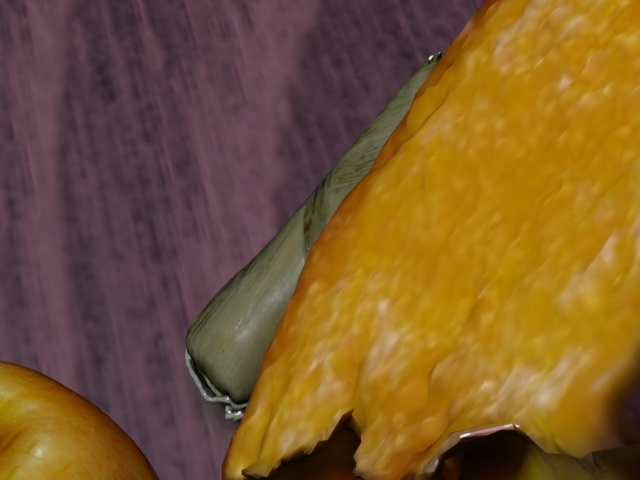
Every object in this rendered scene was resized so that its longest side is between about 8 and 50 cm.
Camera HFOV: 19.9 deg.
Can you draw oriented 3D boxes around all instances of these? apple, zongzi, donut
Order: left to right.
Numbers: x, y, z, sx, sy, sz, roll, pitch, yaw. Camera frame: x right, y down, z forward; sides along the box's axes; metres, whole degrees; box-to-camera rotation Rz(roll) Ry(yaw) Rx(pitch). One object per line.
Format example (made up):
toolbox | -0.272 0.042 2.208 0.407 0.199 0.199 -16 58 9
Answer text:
apple | -0.094 0.088 0.538 0.099 0.102 0.114 -17 49 -13
zongzi | 0.000 0.000 0.609 0.104 0.113 0.052 -26 48 -22
donut | 0.157 0.046 0.387 0.163 0.378 0.435 28 25 -24
